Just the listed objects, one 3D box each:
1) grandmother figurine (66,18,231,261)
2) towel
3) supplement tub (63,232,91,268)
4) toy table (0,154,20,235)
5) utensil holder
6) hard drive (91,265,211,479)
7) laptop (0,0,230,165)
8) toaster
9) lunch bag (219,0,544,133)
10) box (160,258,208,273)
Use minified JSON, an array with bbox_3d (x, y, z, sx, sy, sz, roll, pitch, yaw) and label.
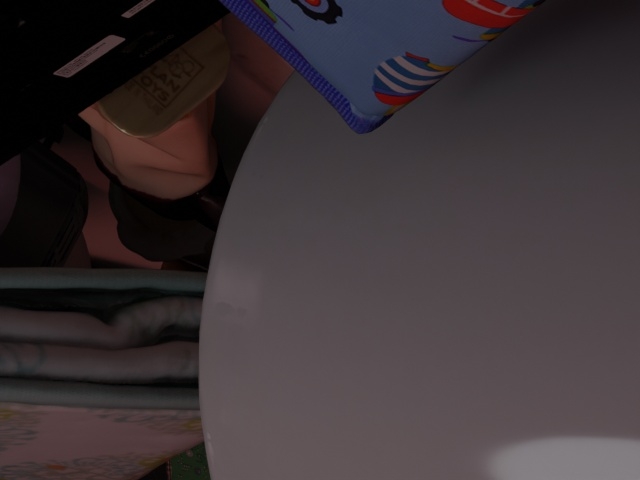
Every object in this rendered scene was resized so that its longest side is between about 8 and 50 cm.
[{"bbox_3d":[-0.099,-0.061,0.882,0.208,0.104,0.342,46,170,8],"label":"grandmother figurine"},{"bbox_3d":[-0.234,0.096,0.929,0.374,0.090,0.320,6,159,-27],"label":"towel"},{"bbox_3d":[-0.364,0.034,1.264,0.228,0.228,0.316,30,161,-33],"label":"supplement tub"},{"bbox_3d":[-0.336,-0.076,0.884,0.274,0.252,0.161,9,177,37],"label":"toy table"},{"bbox_3d":[0.192,0.054,0.475,0.385,0.327,0.327,5,159,45],"label":"utensil holder"},{"bbox_3d":[-0.225,0.149,1.528,0.339,0.237,0.064,11,-156,29],"label":"hard drive"},{"bbox_3d":[-0.170,-0.142,0.585,0.234,0.136,0.264,-29,166,23],"label":"laptop"},{"bbox_3d":[-0.277,-0.002,1.042,0.146,0.227,0.129,30,177,-31],"label":"toaster"},{"bbox_3d":[-0.033,-0.188,0.343,0.293,0.138,0.221,36,160,-8],"label":"lunch bag"},{"bbox_3d":[-0.076,0.082,1.275,0.164,0.021,0.201,26,-165,-9],"label":"box"}]
